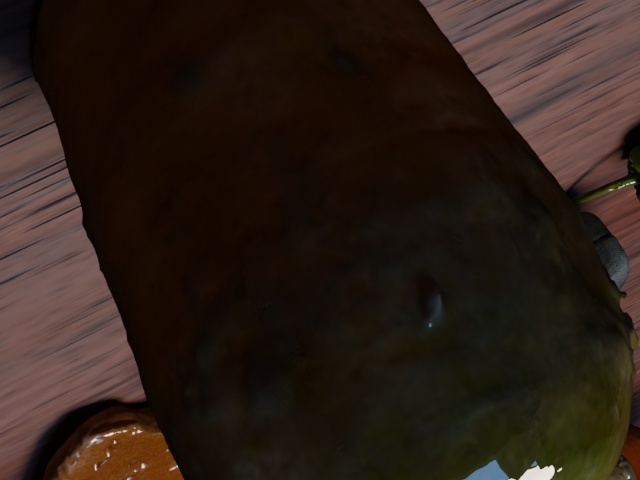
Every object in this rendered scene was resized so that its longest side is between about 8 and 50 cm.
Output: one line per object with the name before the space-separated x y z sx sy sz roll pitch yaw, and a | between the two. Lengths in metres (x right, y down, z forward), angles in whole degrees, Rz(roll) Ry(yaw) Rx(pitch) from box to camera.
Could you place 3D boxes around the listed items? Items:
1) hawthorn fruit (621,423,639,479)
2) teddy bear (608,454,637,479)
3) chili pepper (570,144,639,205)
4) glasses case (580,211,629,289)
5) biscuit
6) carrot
hawthorn fruit | 0.332 0.330 1.795 0.224 0.224 0.261 -30 173 -6
teddy bear | 0.201 0.208 1.488 0.140 0.177 0.190 -9 158 -20
chili pepper | 0.301 -0.067 1.238 0.204 0.072 0.073 -30 155 -8
glasses case | 0.109 0.089 1.269 0.323 0.074 0.131 -30 162 -8
biscuit | -0.122 0.144 1.165 0.192 0.036 0.186 -16 146 -32
carrot | 0.000 0.000 0.737 0.224 0.341 0.224 -25 156 -12
